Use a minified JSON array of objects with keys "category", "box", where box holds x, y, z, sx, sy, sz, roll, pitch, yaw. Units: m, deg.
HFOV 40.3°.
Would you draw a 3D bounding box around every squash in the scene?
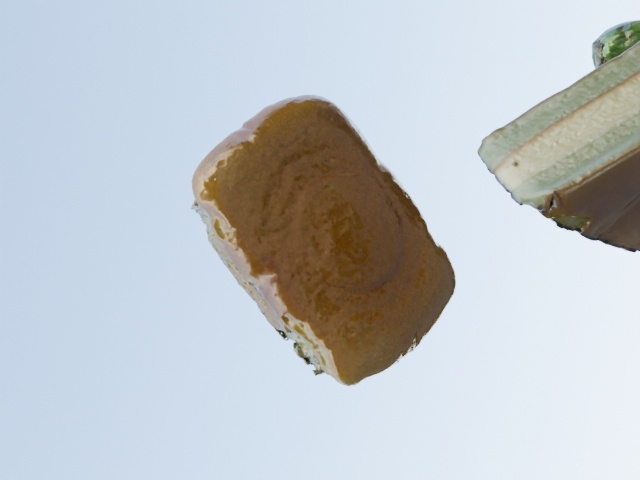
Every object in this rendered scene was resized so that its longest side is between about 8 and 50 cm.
[{"category":"squash","box":[0.369,-0.169,0.866,0.219,0.068,0.077,14,-83,-18]}]

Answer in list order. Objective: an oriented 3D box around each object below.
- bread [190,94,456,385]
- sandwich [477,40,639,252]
[{"category":"bread","box":[0.000,0.000,0.768,0.174,0.121,0.245,-39,-82,-34]},{"category":"sandwich","box":[0.192,-0.084,0.526,0.113,0.079,0.163,13,-58,-36]}]
